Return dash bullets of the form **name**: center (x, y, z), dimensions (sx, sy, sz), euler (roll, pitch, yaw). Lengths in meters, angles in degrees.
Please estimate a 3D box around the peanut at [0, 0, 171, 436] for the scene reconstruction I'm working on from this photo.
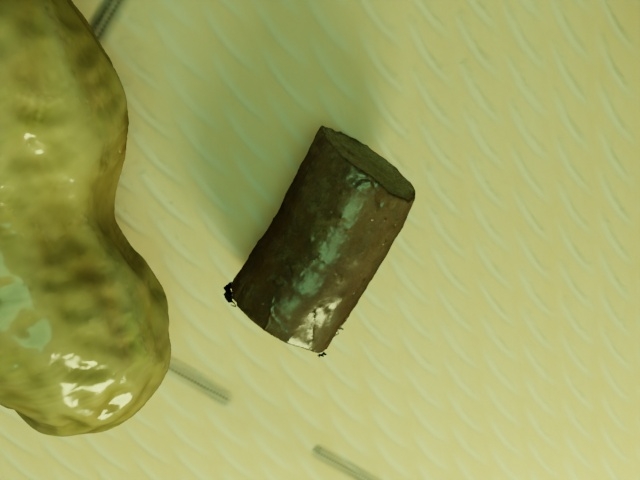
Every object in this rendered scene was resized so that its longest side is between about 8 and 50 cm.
- **peanut**: center (-0.172, -0.031, 0.354), dimensions (0.153, 0.140, 0.325), euler (-23, 114, -15)

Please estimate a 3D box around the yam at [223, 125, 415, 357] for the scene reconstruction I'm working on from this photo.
- **yam**: center (0.002, 0.002, 0.414), dimensions (0.084, 0.084, 0.127), euler (28, 108, -15)
